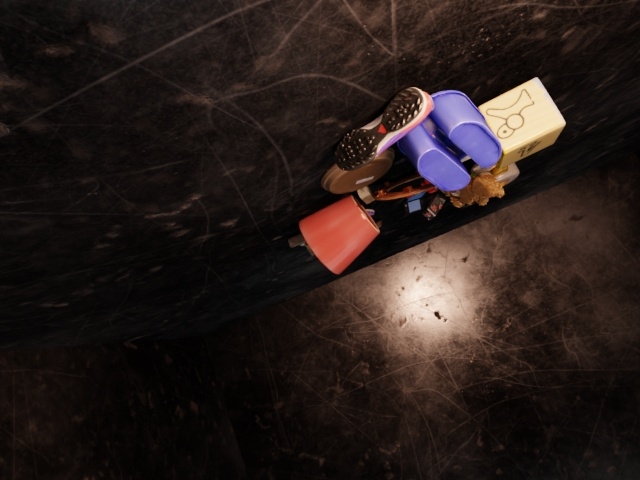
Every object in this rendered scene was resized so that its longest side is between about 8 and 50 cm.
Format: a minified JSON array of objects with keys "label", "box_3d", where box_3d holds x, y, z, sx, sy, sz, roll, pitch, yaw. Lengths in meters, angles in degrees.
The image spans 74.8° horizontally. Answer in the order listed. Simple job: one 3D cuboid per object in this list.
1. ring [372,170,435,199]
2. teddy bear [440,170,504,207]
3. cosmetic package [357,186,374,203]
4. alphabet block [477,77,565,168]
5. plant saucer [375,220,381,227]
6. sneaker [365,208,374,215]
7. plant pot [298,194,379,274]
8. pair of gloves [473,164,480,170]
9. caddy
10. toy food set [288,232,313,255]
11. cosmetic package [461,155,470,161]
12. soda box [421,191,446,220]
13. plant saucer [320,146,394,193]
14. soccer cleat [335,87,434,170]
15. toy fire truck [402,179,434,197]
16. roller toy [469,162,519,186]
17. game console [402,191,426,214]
[{"label":"ring","box_3d":[0.359,-0.227,1.599,0.337,0.032,0.336,-19,-166,5]},{"label":"teddy bear","box_3d":[0.689,-0.246,1.928,0.113,0.245,0.338,-49,176,-15]},{"label":"cosmetic package","box_3d":[0.177,-0.188,1.653,0.041,0.060,0.115,-26,167,14]},{"label":"alphabet block","box_3d":[0.656,-0.384,1.399,0.197,0.192,0.193,-25,164,13]},{"label":"plant saucer","box_3d":[0.269,-0.050,2.277,0.169,0.029,0.168,-34,177,-2]},{"label":"sneaker","box_3d":[0.182,-0.094,1.982,0.170,0.071,0.068,-27,165,15]},{"label":"plant pot","box_3d":[0.088,-0.040,1.705,0.243,0.274,0.275,-37,163,13]},{"label":"pair of gloves","box_3d":[0.742,-0.352,1.665,0.240,0.042,0.204,-18,170,-33]},{"label":"caddy","box_3d":[0.388,-0.306,1.278,0.241,0.179,0.342,-41,141,26]},{"label":"toy food set","box_3d":[0.000,0.000,2.008,0.220,0.092,0.306,-25,166,12]},{"label":"cosmetic package","box_3d":[0.449,-0.323,1.464,0.231,0.085,0.117,-22,145,4]},{"label":"soda box","box_3d":[0.590,-0.178,2.170,0.169,0.060,0.053,-49,-179,-39]},{"label":"plant saucer","box_3d":[0.135,-0.237,1.453,0.278,0.041,0.278,-22,166,-6]},{"label":"soccer cleat","box_3d":[0.176,-0.296,1.172,0.318,0.108,0.117,-36,165,35]},{"label":"toy fire truck","box_3d":[0.473,-0.239,1.938,0.135,0.047,0.192,-30,165,28]},{"label":"roller toy","box_3d":[0.826,-0.319,1.975,0.191,0.146,0.209,-15,163,-30]},{"label":"game console","box_3d":[0.481,-0.190,2.093,0.122,0.107,0.071,-17,-167,-18]}]
